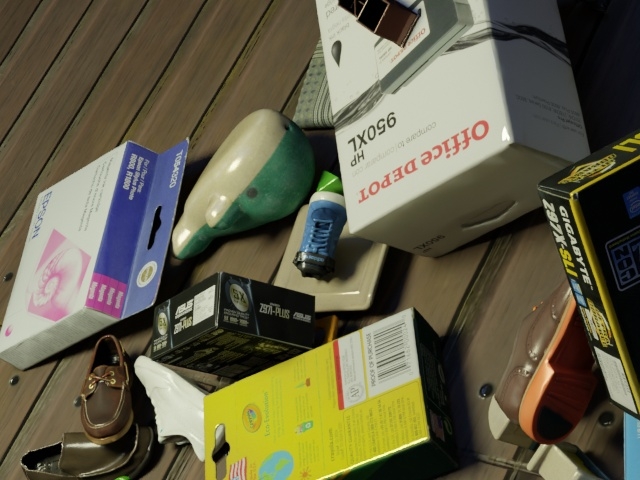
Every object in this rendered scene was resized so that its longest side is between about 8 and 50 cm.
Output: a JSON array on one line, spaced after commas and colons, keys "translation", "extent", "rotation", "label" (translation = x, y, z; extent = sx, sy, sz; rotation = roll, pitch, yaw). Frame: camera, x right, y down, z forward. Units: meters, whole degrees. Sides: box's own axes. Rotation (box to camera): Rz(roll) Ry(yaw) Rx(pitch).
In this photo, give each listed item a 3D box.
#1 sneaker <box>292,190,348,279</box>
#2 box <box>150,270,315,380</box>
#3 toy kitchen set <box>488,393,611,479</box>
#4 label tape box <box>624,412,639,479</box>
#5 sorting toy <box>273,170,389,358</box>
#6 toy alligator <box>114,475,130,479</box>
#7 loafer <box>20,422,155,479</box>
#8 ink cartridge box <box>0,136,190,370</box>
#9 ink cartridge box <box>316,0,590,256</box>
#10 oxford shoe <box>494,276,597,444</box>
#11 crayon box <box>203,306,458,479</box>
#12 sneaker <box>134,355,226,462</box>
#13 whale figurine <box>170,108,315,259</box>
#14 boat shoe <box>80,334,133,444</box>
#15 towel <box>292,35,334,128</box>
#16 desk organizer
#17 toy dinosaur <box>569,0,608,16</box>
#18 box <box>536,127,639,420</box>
[{"translation": [0.001, 0.000, 1.803], "extent": [0.058, 0.152, 0.084], "rotation": [14, 65, -4], "label": "sneaker"}, {"translation": [-0.116, 0.115, 1.800], "extent": [0.180, 0.147, 0.077], "rotation": [-29, 52, 51], "label": "box"}, {"translation": [0.311, 0.174, 1.517], "extent": [0.207, 0.122, 0.166], "rotation": [-59, 40, 13], "label": "toy kitchen set"}, {"translation": [0.470, 0.252, 1.305], "extent": [0.347, 0.115, 0.249], "rotation": [-13, 49, 28], "label": "label tape box"}, {"translation": [0.025, 0.028, 1.890], "extent": [0.196, 0.047, 0.348], "rotation": [-8, 52, 39], "label": "sorting toy"}, {"translation": [-0.329, 0.381, 1.877], "extent": [0.189, 0.056, 0.051], "rotation": [-29, 84, 16], "label": "toy alligator"}, {"translation": [-0.329, 0.304, 1.914], "extent": [0.220, 0.078, 0.080], "rotation": [-23, 45, 22], "label": "loafer"}, {"translation": [-0.358, 0.007, 2.143], "extent": [0.330, 0.071, 0.324], "rotation": [-27, 42, 38], "label": "ink cartridge box"}, {"translation": [0.161, -0.216, 1.770], "extent": [0.285, 0.166, 0.395], "rotation": [-30, 58, 40], "label": "ink cartridge box"}, {"translation": [0.261, 0.074, 1.450], "extent": [0.098, 0.097, 0.271], "rotation": [33, 98, 52], "label": "oxford shoe"}, {"translation": [0.004, 0.233, 1.708], "extent": [0.318, 0.081, 0.202], "rotation": [-24, 45, 21], "label": "crayon box"}, {"translation": [-0.203, 0.231, 1.885], "extent": [0.212, 0.080, 0.094], "rotation": [28, 88, 46], "label": "sneaker"}, {"translation": [-0.112, -0.065, 2.028], "extent": [0.272, 0.141, 0.216], "rotation": [-48, 13, 29], "label": "whale figurine"}, {"translation": [-0.303, 0.206, 1.929], "extent": [0.073, 0.073, 0.207], "rotation": [-12, 26, -2], "label": "boat shoe"}, {"translation": [0.126, -0.309, 2.093], "extent": [0.312, 0.056, 0.324], "rotation": [-4, 57, 40], "label": "towel"}, {"translation": [0.062, -0.295, 1.739], "extent": [0.130, 0.050, 0.047], "rotation": [43, 111, 47], "label": "desk organizer"}, {"translation": [0.253, -0.332, 1.903], "extent": [0.218, 0.164, 0.322], "rotation": [-30, 80, 26], "label": "toy dinosaur"}, {"translation": [0.399, -0.007, 1.383], "extent": [0.322, 0.257, 0.079], "rotation": [-27, 18, -15], "label": "box"}]
